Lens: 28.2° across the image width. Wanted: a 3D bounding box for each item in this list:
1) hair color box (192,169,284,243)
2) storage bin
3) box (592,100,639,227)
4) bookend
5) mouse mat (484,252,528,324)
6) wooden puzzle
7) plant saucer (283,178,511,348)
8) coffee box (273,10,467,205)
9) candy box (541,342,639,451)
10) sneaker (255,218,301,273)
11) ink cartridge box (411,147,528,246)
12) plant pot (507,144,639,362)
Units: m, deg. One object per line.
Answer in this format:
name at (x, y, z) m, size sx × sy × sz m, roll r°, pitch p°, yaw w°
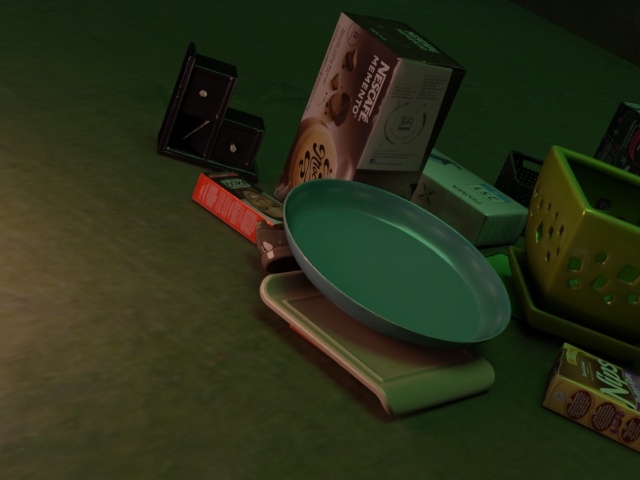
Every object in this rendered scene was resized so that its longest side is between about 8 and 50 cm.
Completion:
hair color box at (-0.099, -0.043, 1.735) m, size 0.141 × 0.043 × 0.072 m, roll 35°, pitch 25°, yaw 27°
storage bin at (0.365, -0.072, 2.166) m, size 0.122 × 0.084 × 0.180 m, roll 21°, pitch 24°, yaw -4°
box at (0.550, -0.086, 2.148) m, size 0.163 × 0.247 × 0.142 m, roll 5°, pitch 30°, yaw -34°
bookend at (-0.142, -0.186, 1.868) m, size 0.157 × 0.156 × 0.072 m, roll 17°, pitch 23°, yaw -14°
mouse mat at (0.284, 0.068, 1.881) m, size 0.153 × 0.007 × 0.190 m, roll 34°, pitch 24°, yaw 26°
wooden puzzle at (0.068, 0.118, 1.539) m, size 0.221 × 0.044 × 0.239 m, roll -6°, pitch 40°, yaw -49°
plant saucer at (0.090, 0.034, 1.601) m, size 0.318 × 0.043 × 0.317 m, roll 21°, pitch 29°, yaw -13°
coffee box at (0.063, -0.147, 1.783) m, size 0.119 × 0.297 × 0.168 m, roll 5°, pitch 28°, yaw -34°
candy box at (0.376, 0.206, 1.600) m, size 0.187 × 0.053 × 0.109 m, roll 24°, pitch 23°, yaw 7°
sneaker at (0.000, 0.000, 1.673) m, size 0.188 × 0.066 × 0.071 m, roll 1°, pitch 58°, yaw -38°
ink cartridge box at (0.146, -0.086, 2.024) m, size 0.296 × 0.066 × 0.261 m, roll 36°, pitch 26°, yaw 31°
plant pot at (0.397, 0.029, 1.798) m, size 0.227 × 0.207 × 0.228 m, roll 21°, pitch 24°, yaw -12°
